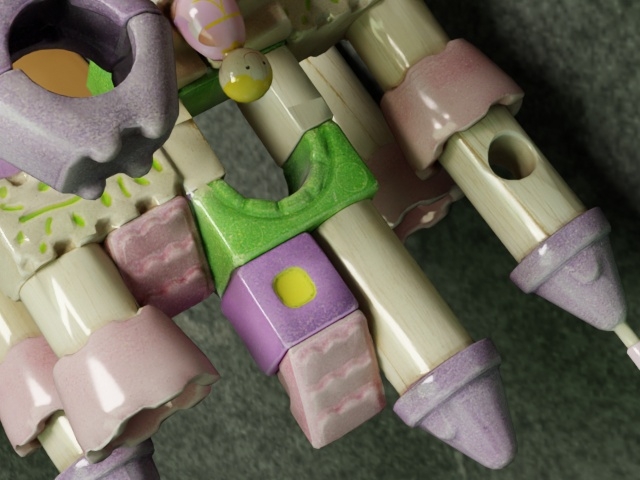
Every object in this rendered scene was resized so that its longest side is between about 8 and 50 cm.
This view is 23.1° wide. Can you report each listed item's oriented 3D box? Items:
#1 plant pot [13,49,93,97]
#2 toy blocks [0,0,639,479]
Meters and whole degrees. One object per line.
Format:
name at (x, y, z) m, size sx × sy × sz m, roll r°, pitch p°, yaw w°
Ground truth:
plant pot at (-0.271, 0.010, 1.031) m, size 0.290 × 0.203 × 0.291 m, roll 19°, pitch 123°, yaw 33°
toy blocks at (0.000, 0.000, 0.691) m, size 0.260 × 0.288 × 0.309 m, roll 55°, pitch 154°, yaw 12°
